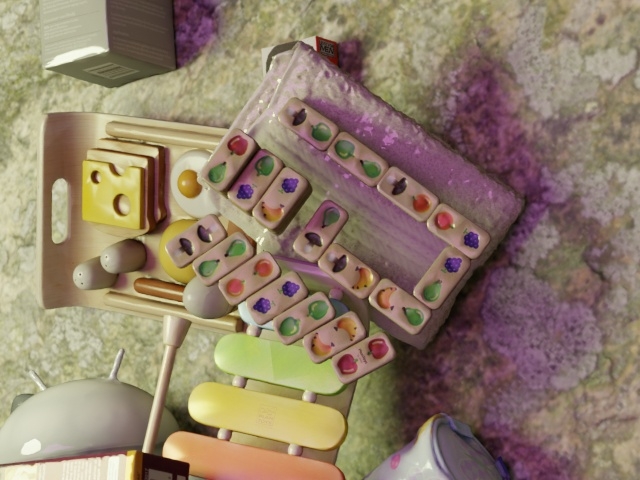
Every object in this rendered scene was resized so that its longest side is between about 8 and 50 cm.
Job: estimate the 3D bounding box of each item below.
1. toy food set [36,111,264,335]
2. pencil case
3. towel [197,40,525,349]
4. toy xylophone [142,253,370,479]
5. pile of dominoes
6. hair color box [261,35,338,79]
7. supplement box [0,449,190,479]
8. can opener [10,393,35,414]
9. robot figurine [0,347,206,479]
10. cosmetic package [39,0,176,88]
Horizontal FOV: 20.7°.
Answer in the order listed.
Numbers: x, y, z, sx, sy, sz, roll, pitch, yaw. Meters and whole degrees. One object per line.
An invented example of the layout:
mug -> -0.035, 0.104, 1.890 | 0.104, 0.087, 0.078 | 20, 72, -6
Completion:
toy food set -> -0.174, -0.011, 1.828 | 0.306, 0.092, 0.220 | 10, 104, 32
pencil case -> 0.051, 0.282, 1.677 | 0.273, 0.113, 0.124 | -42, 57, 22
towel -> 0.036, -0.044, 1.685 | 0.282, 0.049, 0.187 | 34, 104, -1
toy xylophone -> -0.072, 0.173, 1.661 | 0.236, 0.081, 0.323 | 2, 73, 19
pile of dominoes -> 0.000, 0.000, 1.608 | 0.251, 0.040, 0.196 | 36, 87, 12
hair color box -> -0.017, -0.132, 1.800 | 0.072, 0.043, 0.141 | -10, 80, 32
supplement box -> -0.218, 0.256, 1.617 | 0.188, 0.081, 0.104 | -10, 69, 33
can opener -> -0.346, 0.307, 1.943 | 0.095, 0.076, 0.284 | 7, 88, 31
robot figurine -> -0.228, 0.295, 1.797 | 0.299, 0.200, 0.354 | -12, 79, 16
cosmetic package -> -0.234, -0.299, 1.904 | 0.107, 0.127, 0.238 | -12, 77, 31
